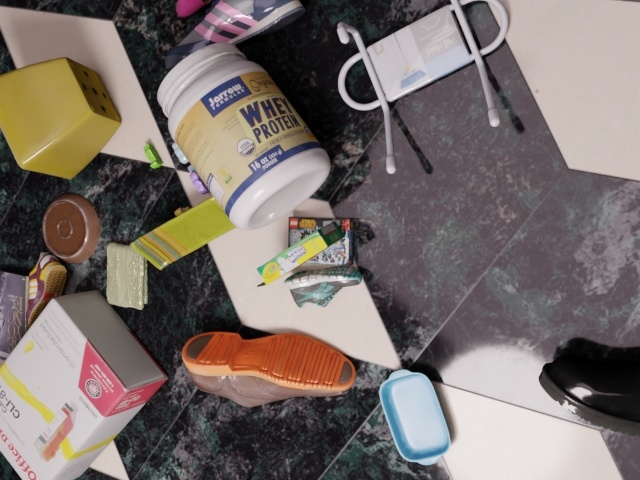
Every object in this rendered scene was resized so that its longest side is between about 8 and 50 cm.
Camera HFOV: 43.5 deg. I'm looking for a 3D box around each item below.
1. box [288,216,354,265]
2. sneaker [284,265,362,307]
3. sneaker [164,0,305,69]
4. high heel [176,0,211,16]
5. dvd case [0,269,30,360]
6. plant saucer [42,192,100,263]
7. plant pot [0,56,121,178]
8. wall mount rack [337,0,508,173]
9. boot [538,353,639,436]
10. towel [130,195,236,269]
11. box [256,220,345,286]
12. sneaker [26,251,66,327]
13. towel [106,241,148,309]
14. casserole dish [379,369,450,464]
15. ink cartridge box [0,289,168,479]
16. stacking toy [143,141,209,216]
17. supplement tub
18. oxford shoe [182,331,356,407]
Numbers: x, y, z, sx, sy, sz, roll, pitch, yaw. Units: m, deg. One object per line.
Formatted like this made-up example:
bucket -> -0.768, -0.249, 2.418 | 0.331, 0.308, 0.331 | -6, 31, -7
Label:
box -> 0.000, 0.000, 1.622 | 0.137, 0.027, 0.094 | 2, 94, 24
sneaker -> 0.011, 0.096, 1.616 | 0.166, 0.065, 0.076 | -8, 107, 28
sneaker -> -0.192, -0.452, 1.625 | 0.319, 0.112, 0.131 | -22, 97, 16
high heel -> -0.188, -0.522, 1.648 | 0.244, 0.082, 0.117 | -40, 83, 15
dvd case -> -0.769, 0.186, 1.970 | 0.164, 0.018, 0.221 | 7, 98, 34
plant saucer -> -0.593, -0.027, 1.885 | 0.168, 0.029, 0.168 | 2, 96, 24
plant pot -> -0.571, -0.282, 1.772 | 0.187, 0.212, 0.212 | -29, 82, 9
wall mount rack -> 0.183, -0.302, 1.463 | 0.350, 0.130, 0.304 | -24, 84, 24
boot -> 0.564, 0.190, 1.325 | 0.348, 0.131, 0.260 | 17, 108, 11
towel -> -0.287, -0.013, 1.715 | 0.237, 0.102, 0.021 | -27, 45, 23
box -> -0.047, 0.030, 1.572 | 0.179, 0.105, 0.043 | -34, 87, 23
sneaker -> -0.662, 0.118, 1.913 | 0.084, 0.069, 0.185 | 39, 110, 36
towel -> -0.441, 0.080, 1.825 | 0.110, 0.027, 0.148 | 5, 96, 23
casserole dish -> 0.187, 0.339, 1.560 | 0.114, 0.037, 0.188 | -21, 86, 24
ink cartridge box -> -0.580, 0.348, 1.834 | 0.279, 0.160, 0.385 | 47, 110, 14
stacking toy -> -0.278, -0.158, 1.722 | 0.167, 0.052, 0.221 | -36, 79, 22
supplement tub -> -0.153, -0.203, 1.566 | 0.228, 0.228, 0.316 | -41, 78, 21
oxford shoe -> -0.101, 0.277, 1.659 | 0.363, 0.130, 0.133 | 7, 129, 17
